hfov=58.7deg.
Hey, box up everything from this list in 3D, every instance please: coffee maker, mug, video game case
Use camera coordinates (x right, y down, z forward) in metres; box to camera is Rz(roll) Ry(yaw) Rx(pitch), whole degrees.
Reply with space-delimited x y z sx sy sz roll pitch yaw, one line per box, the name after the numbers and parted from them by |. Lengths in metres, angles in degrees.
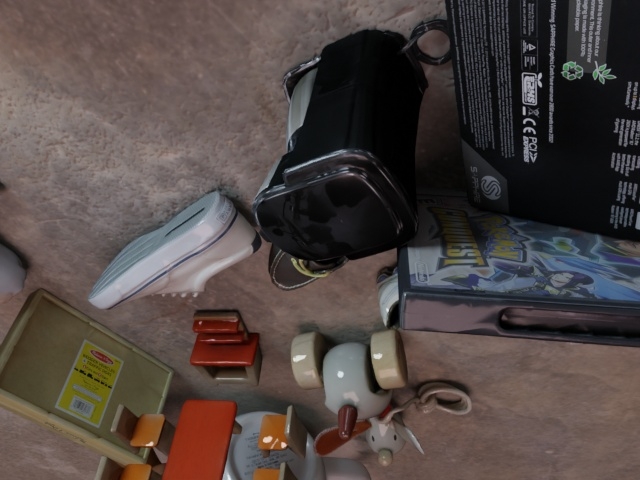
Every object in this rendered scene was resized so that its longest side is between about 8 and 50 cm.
0.033 -0.088 0.466 0.120 0.178 0.171 29 134 -22 | coffee maker
-0.085 0.474 1.045 0.374 0.276 0.328 5 131 -22 | mug
0.191 0.007 0.486 0.248 0.275 0.035 4 110 6 | video game case

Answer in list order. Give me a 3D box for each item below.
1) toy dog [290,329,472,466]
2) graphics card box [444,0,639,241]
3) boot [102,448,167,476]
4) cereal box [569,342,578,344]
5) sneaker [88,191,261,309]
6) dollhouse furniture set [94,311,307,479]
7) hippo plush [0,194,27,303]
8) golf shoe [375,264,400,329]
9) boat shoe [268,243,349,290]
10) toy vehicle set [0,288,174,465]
0.075 0.268 0.856 0.220 0.161 0.334 -24 128 31 | toy dog
0.276 -0.093 0.378 0.371 0.094 0.232 14 144 33 | graphics card box
-0.317 0.366 0.992 0.109 0.220 0.283 1 146 -28 | boot
0.408 0.050 0.650 0.240 0.047 0.173 -8 135 17 | cereal box
-0.184 0.037 0.699 0.258 0.094 0.091 -26 123 31 | sneaker
-0.158 0.245 0.797 0.262 0.259 0.135 -2 139 11 | dollhouse furniture set
-0.509 0.068 0.679 0.294 0.236 0.234 -26 127 32 | hippo plush
0.137 0.048 0.666 0.069 0.086 0.176 32 131 -21 | golf shoe
0.000 0.000 0.647 0.081 0.068 0.228 26 135 -18 | boat shoe
-0.353 0.213 0.862 0.035 0.166 0.267 -25 127 30 | toy vehicle set
